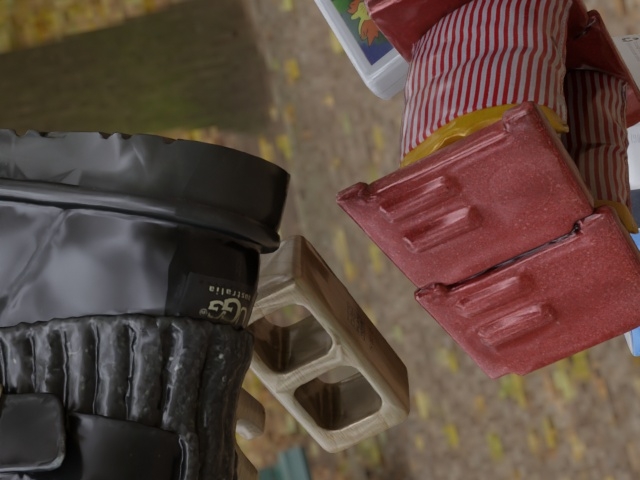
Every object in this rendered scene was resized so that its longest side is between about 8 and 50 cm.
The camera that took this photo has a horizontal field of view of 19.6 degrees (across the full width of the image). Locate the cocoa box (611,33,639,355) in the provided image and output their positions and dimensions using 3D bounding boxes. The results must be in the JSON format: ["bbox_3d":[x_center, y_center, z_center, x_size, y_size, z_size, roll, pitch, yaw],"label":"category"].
[{"bbox_3d":[0.380,-0.061,1.796,0.347,0.231,0.228,-85,-12,-72],"label":"cocoa box"}]

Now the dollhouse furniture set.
[{"bbox_3d":[0.000,0.000,1.065,0.152,0.374,0.201,51,-154,-29],"label":"dollhouse furniture set"}]

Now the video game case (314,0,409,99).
[{"bbox_3d":[0.091,-0.307,1.380,0.036,0.300,0.329,35,-159,-51],"label":"video game case"}]

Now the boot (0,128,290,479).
[{"bbox_3d":[-0.172,0.082,0.878,0.348,0.131,0.260,2,81,41],"label":"boot"}]
